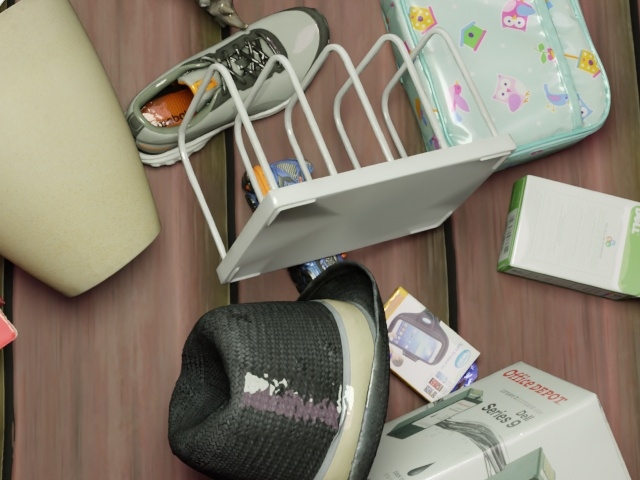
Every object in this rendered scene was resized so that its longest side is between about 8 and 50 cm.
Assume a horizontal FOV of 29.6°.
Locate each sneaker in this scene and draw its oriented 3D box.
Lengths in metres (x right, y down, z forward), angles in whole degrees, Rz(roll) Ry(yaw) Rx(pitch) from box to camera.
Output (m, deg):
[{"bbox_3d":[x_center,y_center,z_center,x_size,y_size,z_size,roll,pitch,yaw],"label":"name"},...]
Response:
[{"bbox_3d":[0.000,0.000,1.359,0.087,0.083,0.221,-29,88,-15],"label":"sneaker"},{"bbox_3d":[-0.101,-0.177,1.359,0.271,0.108,0.100,-34,85,-11],"label":"sneaker"}]

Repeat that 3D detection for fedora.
[{"bbox_3d":[-0.059,0.151,1.190,0.152,0.334,0.334,15,80,-18],"label":"fedora"}]

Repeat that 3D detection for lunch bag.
[{"bbox_3d":[0.203,-0.226,1.398,0.224,0.108,0.279,-16,84,-8],"label":"lunch bag"}]

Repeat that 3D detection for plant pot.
[{"bbox_3d":[-0.297,-0.085,1.270,0.256,0.256,0.274,-38,103,-10],"label":"plant pot"}]

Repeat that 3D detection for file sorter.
[{"bbox_3d":[0.018,-0.097,1.262,0.277,0.193,0.173,-14,73,-26],"label":"file sorter"}]

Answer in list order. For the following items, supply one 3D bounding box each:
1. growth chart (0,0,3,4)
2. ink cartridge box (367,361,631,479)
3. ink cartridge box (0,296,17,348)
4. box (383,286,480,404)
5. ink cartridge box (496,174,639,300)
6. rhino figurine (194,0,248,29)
[{"bbox_3d":[-0.474,-0.306,1.379,0.237,0.021,0.172,44,80,1],"label":"growth chart"},{"bbox_3d":[0.143,0.249,1.261,0.289,0.211,0.122,-24,99,-10],"label":"ink cartridge box"},{"bbox_3d":[-0.438,0.049,1.301,0.134,0.078,0.231,-36,87,-9],"label":"ink cartridge box"},{"bbox_3d":[0.116,0.126,1.378,0.136,0.028,0.081,39,79,2],"label":"box"},{"bbox_3d":[0.319,0.004,1.400,0.209,0.062,0.109,13,80,-5],"label":"ink cartridge box"},{"bbox_3d":[-0.166,-0.321,1.362,0.073,0.106,0.243,-41,82,-15],"label":"rhino figurine"}]
